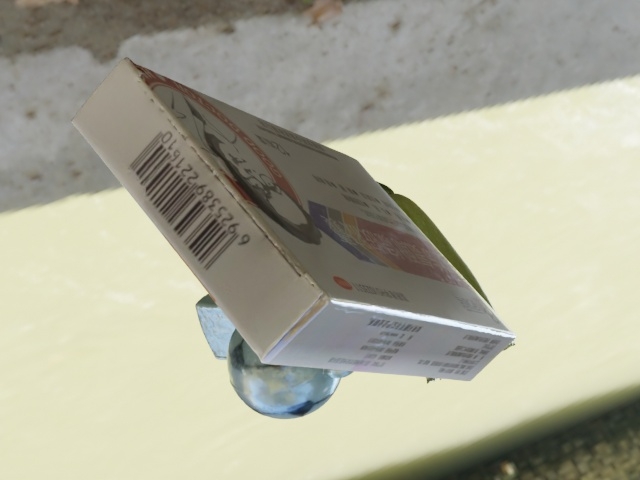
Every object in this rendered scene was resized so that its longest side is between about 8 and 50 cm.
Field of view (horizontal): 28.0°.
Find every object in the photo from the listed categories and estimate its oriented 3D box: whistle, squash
[{"bbox_3d":[-0.071,0.150,1.652,0.290,0.163,0.163,0,174,38],"label":"whistle"},{"bbox_3d":[0.089,0.026,1.228,0.094,0.224,0.094,-30,171,-5],"label":"squash"}]

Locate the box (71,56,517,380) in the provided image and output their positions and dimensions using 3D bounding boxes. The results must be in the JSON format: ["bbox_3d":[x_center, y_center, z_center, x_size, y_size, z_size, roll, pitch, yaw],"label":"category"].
[{"bbox_3d":[0.000,0.000,0.914,0.069,0.214,0.353,-47,156,15],"label":"box"}]
